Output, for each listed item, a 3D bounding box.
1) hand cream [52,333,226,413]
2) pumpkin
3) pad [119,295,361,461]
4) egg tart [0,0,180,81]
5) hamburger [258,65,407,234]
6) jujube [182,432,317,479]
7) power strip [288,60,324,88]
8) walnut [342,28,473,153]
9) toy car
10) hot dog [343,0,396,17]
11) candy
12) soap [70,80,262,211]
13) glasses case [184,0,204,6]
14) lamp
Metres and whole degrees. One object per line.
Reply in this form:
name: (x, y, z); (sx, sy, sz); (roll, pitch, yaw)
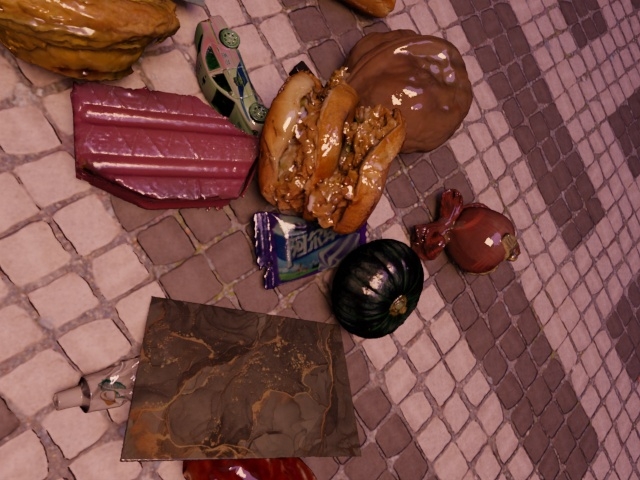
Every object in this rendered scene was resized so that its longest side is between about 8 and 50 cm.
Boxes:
hand cream: (-0.264, 0.214, 0.635); (0.257, 0.050, 0.084); (-8, 89, -35)
pumpkin: (0.112, 0.093, 0.775); (0.202, 0.140, 0.201); (-21, 126, -32)
pad: (-0.105, 0.224, 0.667); (0.368, 0.007, 0.247); (14, 45, -25)
egg tart: (-0.348, -0.312, 0.574); (0.294, 0.294, 0.123); (2, 124, -28)
hamburger: (0.021, -0.153, 0.693); (0.211, 0.245, 0.260); (20, 109, 3)
jujube: (-0.106, 0.382, 0.639); (0.155, 0.155, 0.230); (-45, 100, -25)
power strip: (-0.017, -0.312, 0.836); (0.111, 0.038, 0.029); (48, 66, -13)
walnut: (0.165, -0.298, 0.825); (0.273, 0.227, 0.273); (2, 85, -23)
toy car: (-0.164, -0.272, 0.720); (0.076, 0.090, 0.224); (-22, 91, -28)
hot dog: (0.015, -0.582, 0.855); (0.338, 0.100, 0.135); (15, 68, -27)
candy: (0.000, 0.000, 0.792); (0.275, 0.070, 0.145); (-10, 96, -33)
soap: (-0.231, -0.140, 0.659); (0.289, 0.112, 0.182); (-5, 86, -28)
glasses case: (-0.321, -0.439, 0.631); (0.266, 0.105, 0.056); (-1, 122, -36)
lamp: (0.339, 0.002, 0.937); (0.223, 0.151, 0.215); (26, 58, 23)
